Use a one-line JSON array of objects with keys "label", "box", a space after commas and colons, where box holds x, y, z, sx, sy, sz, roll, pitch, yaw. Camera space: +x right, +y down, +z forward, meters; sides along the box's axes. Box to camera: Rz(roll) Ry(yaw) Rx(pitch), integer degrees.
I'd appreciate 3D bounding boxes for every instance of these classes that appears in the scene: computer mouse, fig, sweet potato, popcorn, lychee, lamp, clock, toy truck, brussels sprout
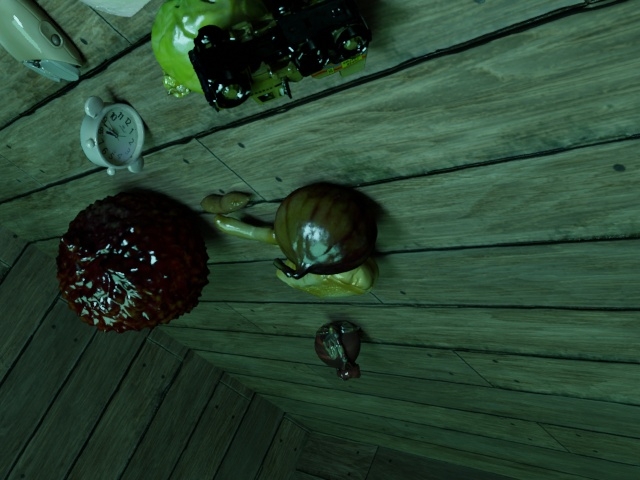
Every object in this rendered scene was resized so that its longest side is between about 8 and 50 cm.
[{"label": "computer mouse", "box": [-0.615, -0.428, 1.462, 0.145, 0.082, 0.236, 7, 149, 35]}, {"label": "fig", "box": [0.010, -0.013, 1.542, 0.234, 0.215, 0.235, -1, 148, -1]}, {"label": "sweet potato", "box": [-0.242, -0.096, 1.795, 0.218, 0.051, 0.065, -3, 158, 46]}, {"label": "popcorn", "box": [-0.286, -0.318, 1.386, 0.083, 0.068, 0.060, 33, 125, 50]}, {"label": "lychee", "box": [-0.543, 0.063, 1.950, 0.424, 0.425, 0.500, 8, 173, 35]}, {"label": "lamp", "box": [0.052, 0.349, 2.271, 0.151, 0.215, 0.223, -3, 122, -10]}, {"label": "clock", "box": [-0.488, -0.244, 1.613, 0.063, 0.156, 0.229, 11, 149, 31]}, {"label": "toy truck", "box": [-0.058, -0.273, 1.020, 0.127, 0.257, 0.127, 83, 165, -65]}, {"label": "brussels sprout", "box": [-0.164, -0.326, 1.117, 0.223, 0.161, 0.223, 15, 151, 8]}]

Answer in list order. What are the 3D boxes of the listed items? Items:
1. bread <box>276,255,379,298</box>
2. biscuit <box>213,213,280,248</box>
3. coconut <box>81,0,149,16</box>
[{"label": "bread", "box": [0.028, 0.077, 1.781, 0.172, 0.121, 0.311, 26, 161, -26]}, {"label": "biscuit", "box": [-0.163, -0.018, 1.826, 0.207, 0.047, 0.164, 13, 173, 27]}, {"label": "coconut", "box": [-0.280, -0.429, 0.924, 0.233, 0.245, 0.233, 19, 155, 9]}]
